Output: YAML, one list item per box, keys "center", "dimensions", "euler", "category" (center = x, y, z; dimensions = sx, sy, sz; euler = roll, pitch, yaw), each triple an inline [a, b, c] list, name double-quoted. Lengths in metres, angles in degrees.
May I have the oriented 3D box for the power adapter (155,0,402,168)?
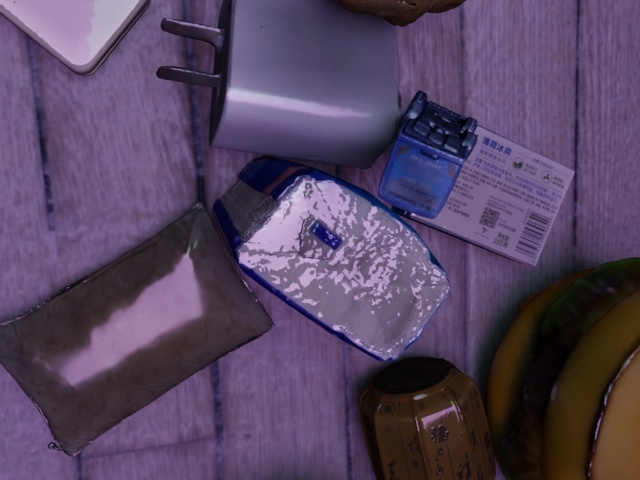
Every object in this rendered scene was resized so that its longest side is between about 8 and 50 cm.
- center: [-0.051, -0.191, 0.808]
  dimensions: [0.255, 0.124, 0.187]
  euler: [6, 70, -15]
  category: "power adapter"

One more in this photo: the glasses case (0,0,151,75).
- center: [-0.335, -0.319, 0.759]
  dimensions: [0.313, 0.070, 0.131]
  euler: [40, 88, -18]
  category: "glasses case"

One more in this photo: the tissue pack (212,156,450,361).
- center: [0.000, 0.000, 0.797]
  dimensions: [0.209, 0.269, 0.137]
  euler: [34, 93, -16]
  category: "tissue pack"

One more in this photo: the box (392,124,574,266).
- center: [0.211, -0.064, 0.945]
  dimensions: [0.194, 0.073, 0.139]
  euler: [21, 92, -17]
  category: "box"

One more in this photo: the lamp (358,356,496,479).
- center: [0.138, 0.255, 0.940]
  dimensions: [0.161, 0.161, 0.185]
  euler: [-19, 102, -11]
  category: "lamp"

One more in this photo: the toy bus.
- center: [0.112, -0.097, 0.773]
  dimensions: [0.079, 0.236, 0.094]
  euler: [29, 110, 2]
  category: "toy bus"

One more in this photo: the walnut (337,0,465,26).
- center: [0.077, -0.331, 0.729]
  dimensions: [0.198, 0.198, 0.245]
  euler: [-2, 67, -15]
  category: "walnut"

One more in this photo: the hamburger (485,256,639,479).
- center: [0.413, 0.234, 0.941]
  dimensions: [0.395, 0.277, 0.396]
  euler: [-2, 97, -15]
  category: "hamburger"

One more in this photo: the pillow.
- center: [-0.225, 0.108, 0.858]
  dimensions: [0.302, 0.075, 0.185]
  euler: [-32, 104, -9]
  category: "pillow"
